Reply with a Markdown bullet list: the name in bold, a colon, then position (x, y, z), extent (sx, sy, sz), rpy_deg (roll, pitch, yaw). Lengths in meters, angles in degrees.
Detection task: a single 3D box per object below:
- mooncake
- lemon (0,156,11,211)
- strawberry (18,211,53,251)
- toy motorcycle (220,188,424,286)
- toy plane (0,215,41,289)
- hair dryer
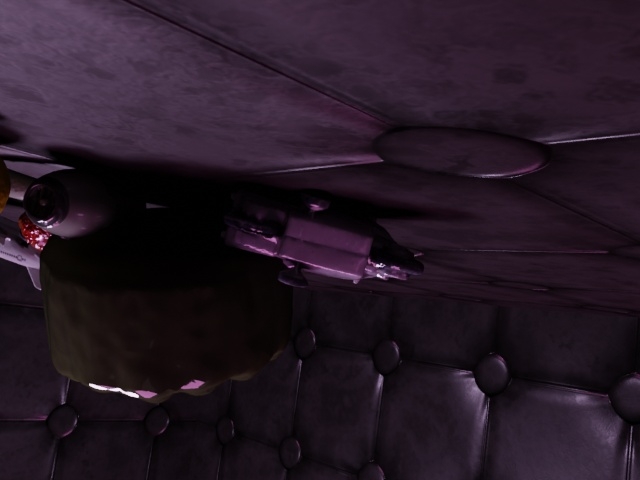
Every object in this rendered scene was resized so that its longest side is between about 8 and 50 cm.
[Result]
- **mooncake**: position (-0.211, 0.080, 0.976), extent (0.356, 0.194, 0.356), rpy_deg (3, -162, -1)
- **lemon**: position (-0.401, -0.065, 0.747), extent (0.133, 0.109, 0.109), rpy_deg (33, -169, 39)
- **strawberry**: position (-0.497, -0.029, 1.226), extent (0.106, 0.106, 0.106), rpy_deg (8, 173, 1)
- **toy motorcycle**: position (0.000, 0.000, 0.884), extent (0.260, 0.110, 0.171), rpy_deg (14, -176, -10)
- **toy plane**: position (-0.607, 0.000, 1.327), extent (0.255, 0.101, 0.251), rpy_deg (30, 162, 5)
- **hair dryer**: position (-0.358, -0.069, 0.917), extent (0.267, 0.092, 0.229), rpy_deg (20, -175, 28)
